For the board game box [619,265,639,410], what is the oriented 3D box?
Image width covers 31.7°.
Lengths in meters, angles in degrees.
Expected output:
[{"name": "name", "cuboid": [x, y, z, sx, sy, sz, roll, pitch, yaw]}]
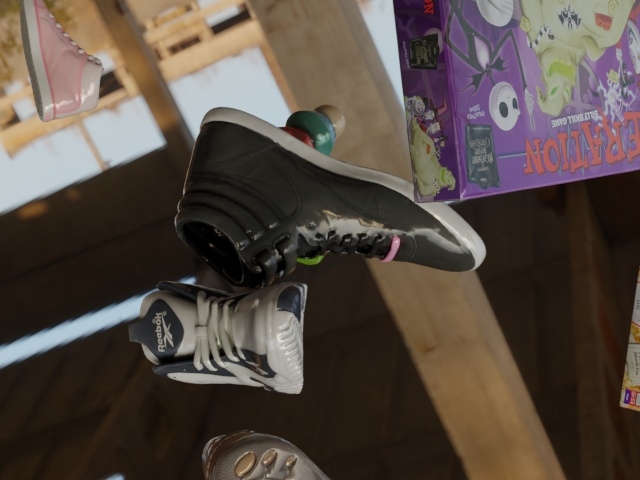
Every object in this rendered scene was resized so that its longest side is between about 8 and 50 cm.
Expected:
[{"name": "board game box", "cuboid": [0.463, 0.125, 1.541, 0.045, 0.193, 0.147, 11, -169, 31]}]

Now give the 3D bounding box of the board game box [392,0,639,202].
[{"name": "board game box", "cuboid": [0.185, -0.149, 0.870, 0.056, 0.208, 0.347, 2, -170, 44]}]

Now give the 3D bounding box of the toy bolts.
[{"name": "toy bolts", "cuboid": [-0.035, -0.112, 1.805, 0.218, 0.228, 0.158, 21, -141, 27]}]

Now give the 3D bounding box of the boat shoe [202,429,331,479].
[{"name": "boat shoe", "cuboid": [-0.001, 0.303, 1.154, 0.123, 0.324, 0.116, -44, -157, -16]}]

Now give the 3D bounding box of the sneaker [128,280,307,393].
[{"name": "sneaker", "cuboid": [-0.092, 0.082, 0.975, 0.153, 0.094, 0.235, 2, 176, -4]}]

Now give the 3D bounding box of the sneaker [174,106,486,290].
[{"name": "sneaker", "cuboid": [0.000, 0.000, 1.042, 0.104, 0.296, 0.147, 116, -2, -63]}]

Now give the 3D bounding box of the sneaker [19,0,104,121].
[{"name": "sneaker", "cuboid": [-0.254, -0.185, 1.111, 0.070, 0.134, 0.051, -11, 172, -21]}]
